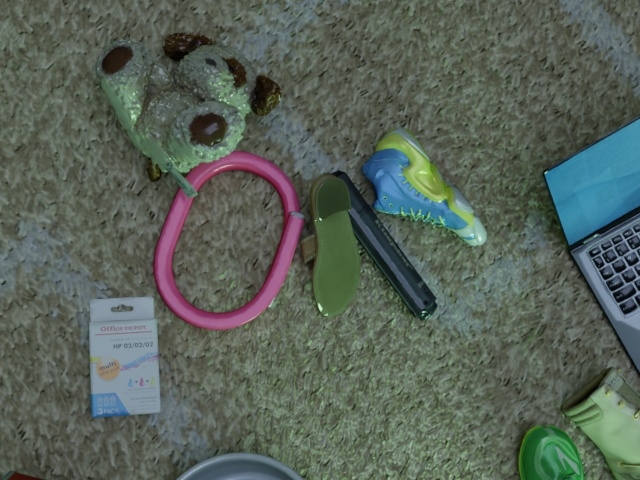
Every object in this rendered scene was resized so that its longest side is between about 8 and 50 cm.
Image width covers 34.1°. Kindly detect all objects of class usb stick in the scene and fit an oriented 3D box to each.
[{"bbox_3d":[0.095,0.007,1.682,0.045,0.077,0.278,-35,91,13],"label":"usb stick"}]

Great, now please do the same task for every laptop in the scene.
[{"bbox_3d":[0.602,-0.024,1.644,0.382,0.236,0.407,-30,90,6],"label":"laptop"}]

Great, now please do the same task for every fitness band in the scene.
[{"bbox_3d":[-0.145,0.000,1.649,0.209,0.054,0.290,21,79,-7],"label":"fitness band"}]

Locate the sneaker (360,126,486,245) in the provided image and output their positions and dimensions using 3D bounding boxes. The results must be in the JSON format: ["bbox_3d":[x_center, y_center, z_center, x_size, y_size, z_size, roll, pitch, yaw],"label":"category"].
[{"bbox_3d":[0.160,-0.063,1.707,0.126,0.091,0.240,-39,91,6],"label":"sneaker"}]

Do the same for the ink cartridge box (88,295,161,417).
[{"bbox_3d":[-0.300,0.175,1.595,0.104,0.061,0.181,-3,83,-11],"label":"ink cartridge box"}]

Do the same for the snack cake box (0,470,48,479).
[{"bbox_3d":[-0.385,0.393,1.450,0.152,0.264,0.089,15,81,-8],"label":"snack cake box"}]

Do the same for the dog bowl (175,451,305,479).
[{"bbox_3d":[-0.116,0.452,1.528,0.265,0.104,0.264,-2,65,5],"label":"dog bowl"}]

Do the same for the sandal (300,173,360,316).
[{"bbox_3d":[0.006,-0.002,1.662,0.088,0.079,0.240,-17,120,-26],"label":"sandal"}]

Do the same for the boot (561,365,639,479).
[{"bbox_3d":[0.534,0.281,1.657,0.203,0.262,0.095,52,40,2],"label":"boot"}]

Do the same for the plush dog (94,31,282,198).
[{"bbox_3d":[-0.188,-0.214,1.615,0.262,0.210,0.225,36,61,18],"label":"plush dog"}]

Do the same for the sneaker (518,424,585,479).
[{"bbox_3d":[0.398,0.438,1.658,0.109,0.123,0.295,-11,85,-11],"label":"sneaker"}]
